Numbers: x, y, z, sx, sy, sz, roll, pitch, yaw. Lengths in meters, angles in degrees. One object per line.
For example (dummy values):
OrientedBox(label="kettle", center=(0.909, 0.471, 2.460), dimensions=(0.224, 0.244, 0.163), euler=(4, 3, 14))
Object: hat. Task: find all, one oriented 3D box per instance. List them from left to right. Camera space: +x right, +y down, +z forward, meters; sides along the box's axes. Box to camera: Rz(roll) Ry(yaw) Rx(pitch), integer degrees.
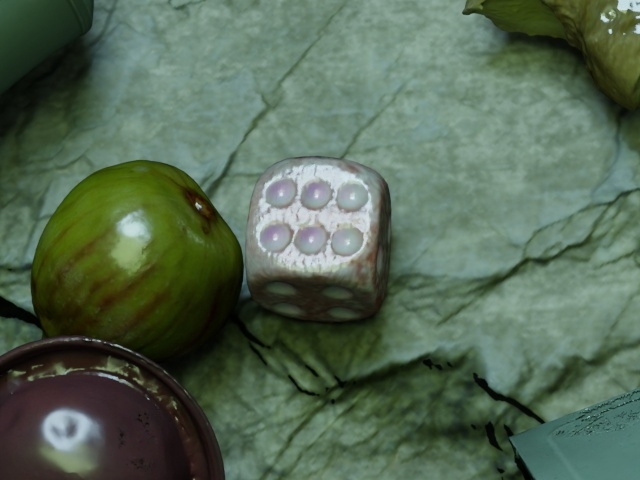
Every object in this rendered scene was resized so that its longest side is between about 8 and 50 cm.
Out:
OrientedBox(label="hat", center=(-0.162, 0.162, 1.045), dimensions=(0.206, 0.089, 0.205), euler=(1, 101, 5))

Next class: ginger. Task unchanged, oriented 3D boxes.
OrientedBox(label="ginger", center=(0.194, -0.227, 1.190), dimensions=(0.270, 0.123, 0.219), euler=(41, 80, 21))

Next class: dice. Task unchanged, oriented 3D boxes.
OrientedBox(label="dice", center=(0.000, 0.000, 1.132), dimensions=(0.093, 0.091, 0.094), euler=(2, 68, 8))

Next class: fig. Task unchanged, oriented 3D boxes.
OrientedBox(label="fig", center=(-0.139, 0.040, 1.118), dimensions=(0.142, 0.148, 0.186), euler=(35, 111, 20))

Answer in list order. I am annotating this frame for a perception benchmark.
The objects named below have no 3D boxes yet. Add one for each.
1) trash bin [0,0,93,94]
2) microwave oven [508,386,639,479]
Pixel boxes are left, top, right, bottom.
OrientedBox(label="trash bin", center=(-0.369, -0.157, 1.152), dimensions=(0.432, 0.280, 0.280), euler=(-43, 68, -8))
OrientedBox(label="microwave oven", center=(0.251, 0.190, 0.891), dimensions=(0.238, 0.295, 0.181), euler=(-22, 100, 0))
